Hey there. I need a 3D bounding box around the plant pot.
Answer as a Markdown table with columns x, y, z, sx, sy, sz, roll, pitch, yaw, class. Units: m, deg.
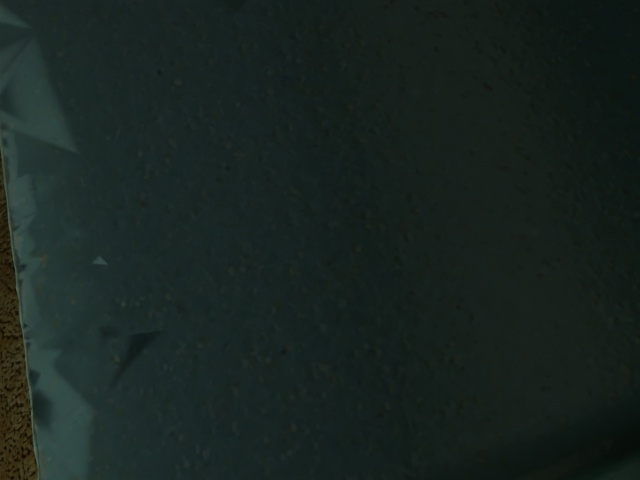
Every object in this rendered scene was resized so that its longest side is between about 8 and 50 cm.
| x | y | z | sx | sy | sz | roll | pitch | yaw | class |
| --- | --- | --- | --- | --- | --- | --- | --- | --- | --- |
| 0.048 | 0.015 | 0.462 | 0.252 | 0.248 | 0.247 | -17 | 64 | 4 | plant pot |
